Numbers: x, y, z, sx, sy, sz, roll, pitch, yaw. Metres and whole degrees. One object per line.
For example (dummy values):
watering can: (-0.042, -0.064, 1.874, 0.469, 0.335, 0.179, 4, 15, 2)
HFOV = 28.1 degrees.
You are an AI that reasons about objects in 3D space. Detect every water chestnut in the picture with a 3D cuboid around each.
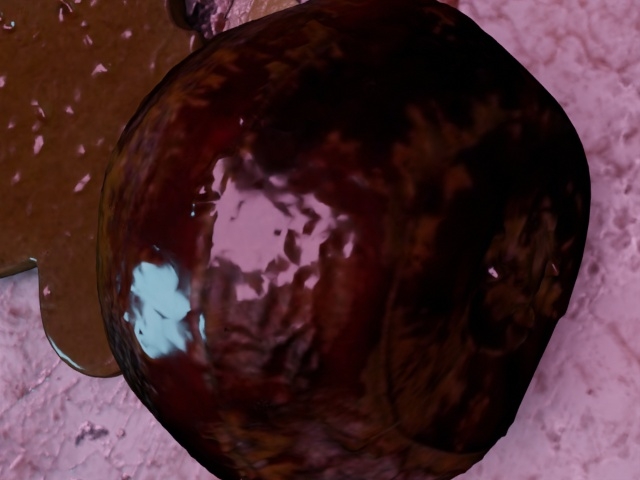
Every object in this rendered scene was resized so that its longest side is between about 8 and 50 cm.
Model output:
water chestnut: (0.000, 0.000, 0.839, 0.302, 0.350, 0.350, 24, 91, 37)

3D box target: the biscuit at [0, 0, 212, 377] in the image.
biscuit: (-0.262, -0.066, 1.036, 0.394, 0.076, 0.368, -6, 82, 18)

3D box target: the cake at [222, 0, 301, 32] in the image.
cake: (-0.010, -0.162, 0.983, 0.121, 0.052, 0.065, 16, 86, 17)
